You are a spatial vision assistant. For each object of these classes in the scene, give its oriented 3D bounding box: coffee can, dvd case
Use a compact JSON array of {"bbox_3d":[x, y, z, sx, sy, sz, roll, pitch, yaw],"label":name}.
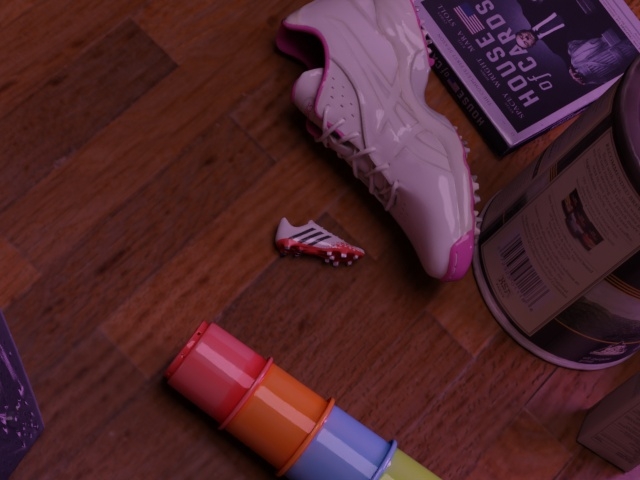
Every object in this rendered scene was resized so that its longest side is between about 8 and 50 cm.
[{"bbox_3d":[0.283,-0.028,1.738,0.202,0.275,0.201,11,61,-20],"label":"coffee can"},{"bbox_3d":[0.211,-0.201,1.945,0.239,0.029,0.179,-29,79,-34],"label":"dvd case"}]

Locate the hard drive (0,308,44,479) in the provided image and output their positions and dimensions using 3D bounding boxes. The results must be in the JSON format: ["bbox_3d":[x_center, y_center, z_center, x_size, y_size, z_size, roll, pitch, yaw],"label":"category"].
[{"bbox_3d":[-0.297,0.080,1.447,0.172,0.054,0.254,-59,136,-53],"label":"hard drive"}]

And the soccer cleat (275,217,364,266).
[{"bbox_3d":[0.000,0.000,1.741,0.083,0.029,0.035,8,66,-16],"label":"soccer cleat"}]

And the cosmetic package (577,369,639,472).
[{"bbox_3d":[0.283,0.156,1.741,0.060,0.115,0.041,33,54,-8],"label":"cosmetic package"}]

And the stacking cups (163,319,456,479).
[{"bbox_3d":[0.010,0.186,1.616,0.316,0.096,0.096,34,55,-3],"label":"stacking cups"}]

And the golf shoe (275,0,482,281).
[{"bbox_3d":[0.050,-0.093,1.776,0.140,0.115,0.306,-9,62,-18],"label":"golf shoe"}]
